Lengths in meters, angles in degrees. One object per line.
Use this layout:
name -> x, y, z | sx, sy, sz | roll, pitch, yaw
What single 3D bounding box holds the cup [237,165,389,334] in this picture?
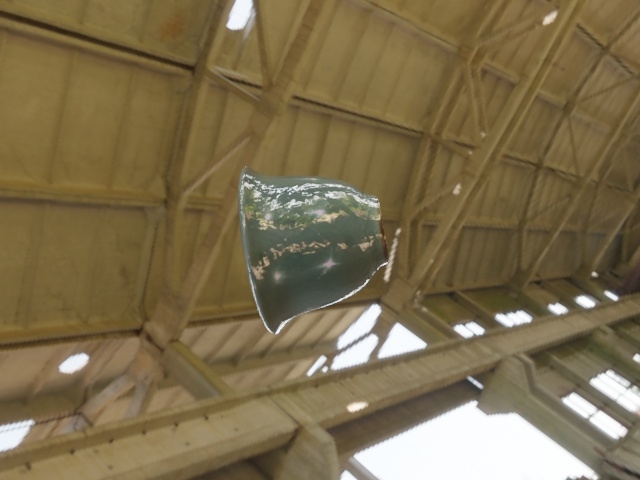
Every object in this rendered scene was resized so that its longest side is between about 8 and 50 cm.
cup -> 0.000, 0.000, 0.867 | 0.150, 0.199, 0.199 | -9, -33, 5
